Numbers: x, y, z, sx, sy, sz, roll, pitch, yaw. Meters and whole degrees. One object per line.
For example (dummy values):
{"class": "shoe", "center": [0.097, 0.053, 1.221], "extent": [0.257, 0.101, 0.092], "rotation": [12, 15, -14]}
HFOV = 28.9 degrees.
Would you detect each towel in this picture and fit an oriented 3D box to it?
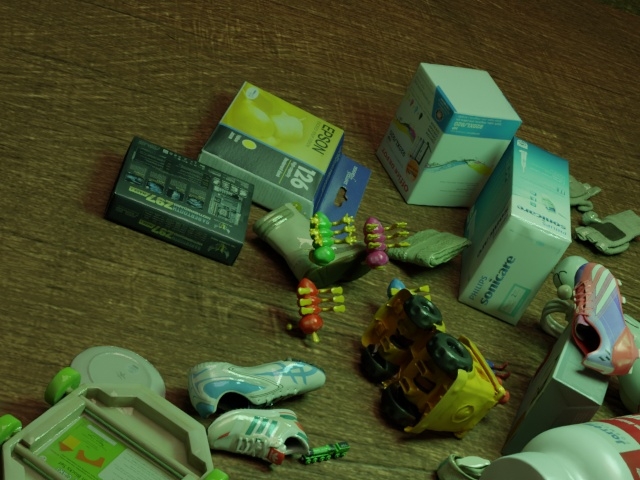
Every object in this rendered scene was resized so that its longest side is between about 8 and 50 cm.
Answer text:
{"class": "towel", "center": [0.201, 0.012, 2.298], "extent": [0.110, 0.027, 0.148], "rotation": [12, 24, 36]}

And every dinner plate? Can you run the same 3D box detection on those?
{"class": "dinner plate", "center": [-0.284, 0.196, 1.756], "extent": [0.141, 0.017, 0.141], "rotation": [20, 33, -14]}

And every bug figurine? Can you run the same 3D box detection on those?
{"class": "bug figurine", "center": [0.055, 0.061, 2.057], "extent": [0.279, 0.072, 0.216], "rotation": [3, 80, -37]}

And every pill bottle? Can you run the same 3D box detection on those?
{"class": "pill bottle", "center": [0.429, 0.376, 1.822], "extent": [0.408, 0.229, 0.229], "rotation": [-2, 43, -37]}

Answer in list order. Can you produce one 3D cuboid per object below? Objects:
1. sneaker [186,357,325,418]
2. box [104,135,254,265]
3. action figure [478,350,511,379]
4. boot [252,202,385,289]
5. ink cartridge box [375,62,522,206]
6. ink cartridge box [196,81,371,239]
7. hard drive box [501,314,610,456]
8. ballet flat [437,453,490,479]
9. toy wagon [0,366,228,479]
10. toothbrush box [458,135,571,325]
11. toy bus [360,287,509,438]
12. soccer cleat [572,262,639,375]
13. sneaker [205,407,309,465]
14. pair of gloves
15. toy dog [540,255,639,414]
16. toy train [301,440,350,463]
{"class": "sneaker", "center": [-0.090, 0.219, 1.816], "extent": [0.237, 0.085, 0.086], "rotation": [1, 67, -39]}
{"class": "box", "center": [-0.234, -0.068, 2.108], "extent": [0.233, 0.059, 0.183], "rotation": [21, 34, -11]}
{"class": "action figure", "center": [0.269, 0.209, 2.120], "extent": [0.115, 0.030, 0.038], "rotation": [12, 41, -19]}
{"class": "boot", "center": [0.000, 0.000, 2.171], "extent": [0.213, 0.077, 0.165], "rotation": [-15, 50, -45]}
{"class": "ink cartridge box", "center": [0.251, -0.206, 2.481], "extent": [0.168, 0.232, 0.171], "rotation": [2, 41, -30]}
{"class": "ink cartridge box", "center": [-0.054, -0.152, 2.345], "extent": [0.307, 0.072, 0.303], "rotation": [24, 33, -2]}
{"class": "hard drive box", "center": [0.396, 0.246, 2.021], "extent": [0.089, 0.181, 0.232], "rotation": [31, 32, 7]}
{"class": "ballet flat", "center": [0.258, 0.358, 1.885], "extent": [0.168, 0.052, 0.057], "rotation": [13, 35, -22]}
{"class": "toy wagon", "center": [-0.291, 0.302, 1.541], "extent": [0.267, 0.068, 0.344], "rotation": [31, 39, 16]}
{"class": "toothbrush box", "center": [0.364, -0.022, 2.328], "extent": [0.126, 0.216, 0.295], "rotation": [24, 33, -5]}
{"class": "toy bus", "center": [0.198, 0.204, 1.987], "extent": [0.211, 0.149, 0.220], "rotation": [18, 29, -38]}
{"class": "soccer cleat", "center": [0.438, 0.117, 1.994], "extent": [0.095, 0.083, 0.248], "rotation": [10, 38, -15]}
{"class": "sneaker", "center": [-0.085, 0.279, 1.744], "extent": [0.161, 0.057, 0.075], "rotation": [2, 36, -38]}
{"class": "pair of gloves", "center": [0.575, -0.058, 2.686], "extent": [0.240, 0.042, 0.204], "rotation": [41, 39, 23]}
{"class": "toy dog", "center": [0.511, 0.196, 2.153], "extent": [0.334, 0.220, 0.161], "rotation": [34, 47, 14]}
{"class": "toy train", "center": [0.008, 0.307, 1.804], "extent": [0.083, 0.023, 0.017], "rotation": [-4, 44, -39]}
